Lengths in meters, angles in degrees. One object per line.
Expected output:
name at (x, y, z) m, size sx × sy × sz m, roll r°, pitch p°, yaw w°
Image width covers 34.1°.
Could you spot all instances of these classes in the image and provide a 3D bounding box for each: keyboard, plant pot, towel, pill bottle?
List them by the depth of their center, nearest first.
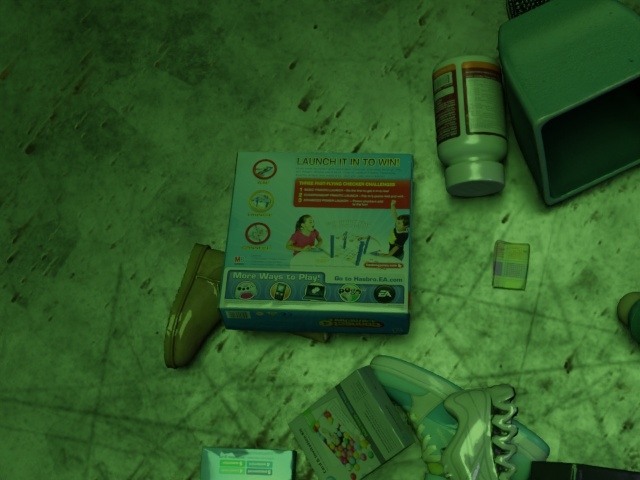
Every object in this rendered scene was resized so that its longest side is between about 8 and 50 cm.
plant pot at (0.419, -0.260, 1.722) m, size 0.247 × 0.247 × 0.252 m, roll -25°, pitch 56°, yaw 2°
towel at (0.323, 0.041, 1.773) m, size 0.060 × 0.009 × 0.083 m, roll 5°, pitch 78°, yaw 9°
pill bottle at (0.256, -0.194, 1.783) m, size 0.121 × 0.121 × 0.221 m, roll -4°, pitch 77°, yaw 8°
keyboard at (0.425, -0.449, 1.864) m, size 0.192 × 0.038 × 0.100 m, roll -11°, pitch 75°, yaw 5°

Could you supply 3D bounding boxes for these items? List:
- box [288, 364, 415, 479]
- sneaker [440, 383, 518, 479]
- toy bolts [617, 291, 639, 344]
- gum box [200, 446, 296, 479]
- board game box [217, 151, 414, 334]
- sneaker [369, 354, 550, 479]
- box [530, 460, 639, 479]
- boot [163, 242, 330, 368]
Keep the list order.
box at (0.047, 0.310, 1.685) m, size 0.186 × 0.038 × 0.145 m, roll -43°, pitch 71°, yaw 35°
sneaker at (0.239, 0.361, 1.553) m, size 0.118 × 0.110 × 0.292 m, roll -1°, pitch 70°, yaw 7°
toy bolts at (0.598, 0.114, 1.676) m, size 0.228 × 0.158 × 0.218 m, roll -27°, pitch 114°, yaw -9°
gum box at (-0.123, 0.438, 1.728) m, size 0.156 × 0.041 × 0.185 m, roll 1°, pitch 77°, yaw 9°
board game box at (0.000, 0.000, 1.743) m, size 0.308 × 0.086 × 0.302 m, roll 2°, pitch 60°, yaw 5°
sneaker at (0.181, 0.333, 1.664) m, size 0.319 × 0.127 × 0.208 m, roll 29°, pitch 81°, yaw 15°
box at (0.460, 0.414, 1.543) m, size 0.270 × 0.165 × 0.143 m, roll 10°, pitch 77°, yaw -8°
boot at (-0.114, 0.130, 1.779) m, size 0.269 × 0.089 × 0.236 m, roll 13°, pitch 79°, yaw 10°
